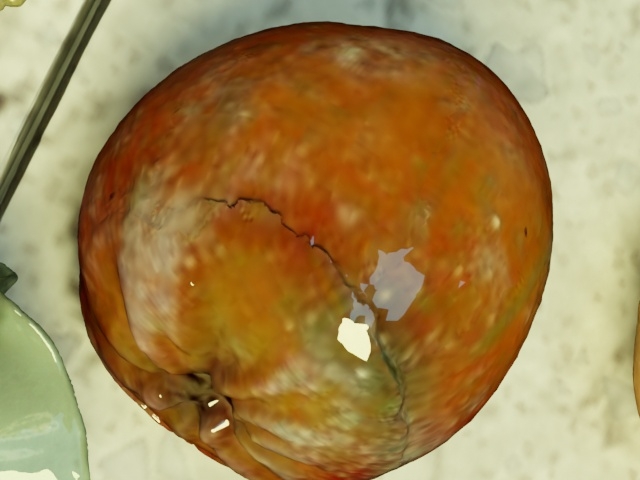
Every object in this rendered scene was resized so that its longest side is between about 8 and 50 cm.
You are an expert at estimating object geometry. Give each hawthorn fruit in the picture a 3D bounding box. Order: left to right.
[{"bbox_3d":[0.000,0.000,0.608,0.173,0.173,0.173,-1,92,-28],"label":"hawthorn fruit"}]

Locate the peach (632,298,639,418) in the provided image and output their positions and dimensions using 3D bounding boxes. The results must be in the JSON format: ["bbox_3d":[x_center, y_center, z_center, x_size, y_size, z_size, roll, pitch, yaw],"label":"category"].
[{"bbox_3d":[0.222,0.048,0.718,0.184,0.184,0.184,-1,92,-28],"label":"peach"}]

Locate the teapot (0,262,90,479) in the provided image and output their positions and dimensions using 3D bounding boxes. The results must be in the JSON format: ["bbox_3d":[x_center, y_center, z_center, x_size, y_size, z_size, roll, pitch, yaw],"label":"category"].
[{"bbox_3d":[-0.200,0.094,0.517,0.225,0.171,0.203,-6,126,-34],"label":"teapot"}]

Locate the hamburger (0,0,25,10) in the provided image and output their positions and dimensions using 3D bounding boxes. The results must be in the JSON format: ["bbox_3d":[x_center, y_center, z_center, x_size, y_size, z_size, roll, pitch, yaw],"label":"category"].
[{"bbox_3d":[-0.113,-0.179,0.552,0.245,0.155,0.282,-2,88,-21],"label":"hamburger"}]
